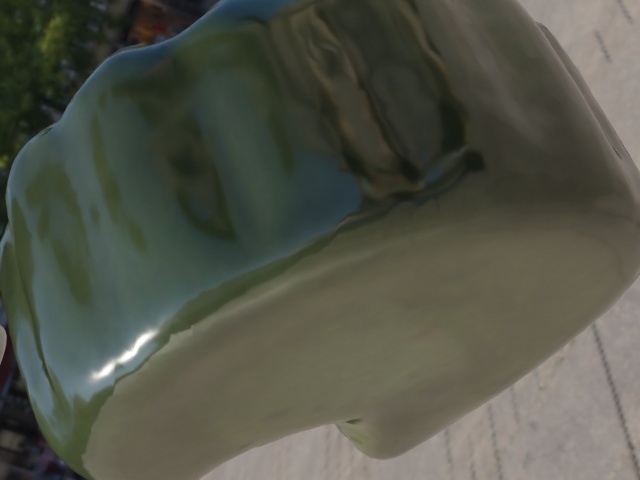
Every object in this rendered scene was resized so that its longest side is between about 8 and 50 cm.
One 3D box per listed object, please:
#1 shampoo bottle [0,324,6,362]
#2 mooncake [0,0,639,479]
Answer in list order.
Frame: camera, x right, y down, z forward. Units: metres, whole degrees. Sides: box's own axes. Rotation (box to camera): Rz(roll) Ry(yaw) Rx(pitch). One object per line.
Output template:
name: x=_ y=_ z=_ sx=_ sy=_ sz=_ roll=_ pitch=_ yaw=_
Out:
shampoo bottle: x=-0.355 y=0.023 z=0.768 sx=0.092 sy=0.303 sz=0.092 roll=-39 pitch=31 yaw=30
mooncake: x=0.000 y=0.000 z=0.672 sx=0.351 sy=0.351 sz=0.187 roll=-58 pitch=45 yaw=49
